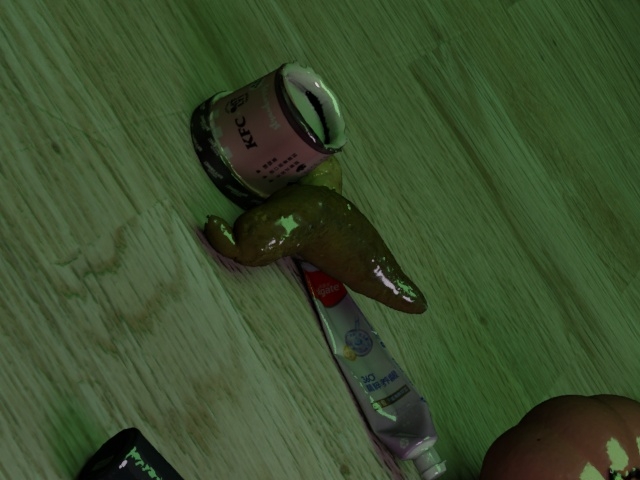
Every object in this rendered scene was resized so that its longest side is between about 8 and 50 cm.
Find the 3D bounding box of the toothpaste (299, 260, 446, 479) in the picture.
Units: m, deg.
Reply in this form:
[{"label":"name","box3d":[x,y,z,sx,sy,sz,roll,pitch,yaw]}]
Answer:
[{"label":"toothpaste","box3d":[0.061,0.148,1.955,0.075,0.048,0.301,-16,67,-39]}]

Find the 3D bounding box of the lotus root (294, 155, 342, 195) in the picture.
[{"label":"lotus root","box3d":[-0.004,-0.071,2.041,0.072,0.063,0.152,45,34,-53]}]

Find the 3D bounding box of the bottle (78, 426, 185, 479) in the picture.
[{"label":"bottle","box3d":[-0.117,0.279,1.540,0.244,0.072,0.082,50,48,-16]}]

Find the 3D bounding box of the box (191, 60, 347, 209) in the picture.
[{"label":"box","box3d":[-0.052,-0.128,1.952,0.151,0.135,0.151,38,37,-35]}]

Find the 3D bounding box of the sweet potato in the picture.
[{"label":"sweet potato","box3d":[-0.002,-0.004,1.928,0.310,0.098,0.124,21,58,-38]}]

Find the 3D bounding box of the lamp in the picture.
[{"label":"lamp","box3d":[0.304,0.324,1.978,0.305,0.239,0.305,-6,102,-28]}]
